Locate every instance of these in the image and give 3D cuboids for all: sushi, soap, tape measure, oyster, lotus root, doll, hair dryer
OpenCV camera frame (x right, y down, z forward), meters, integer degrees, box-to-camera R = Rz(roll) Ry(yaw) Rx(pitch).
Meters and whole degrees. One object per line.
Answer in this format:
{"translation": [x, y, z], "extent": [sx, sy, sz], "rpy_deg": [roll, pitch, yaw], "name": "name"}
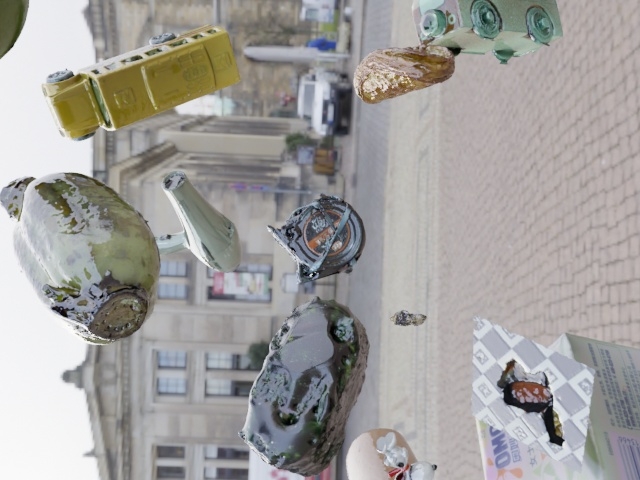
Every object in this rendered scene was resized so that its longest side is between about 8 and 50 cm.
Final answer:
{"translation": [0.200, 0.138, 0.700], "extent": [0.126, 0.026, 0.120], "rpy_deg": [23, 126, 42], "name": "sushi"}
{"translation": [0.274, 0.230, 0.796], "extent": [0.182, 0.138, 0.199], "rpy_deg": [127, 150, -45], "name": "soap"}
{"translation": [0.002, 0.000, 0.804], "extent": [0.091, 0.094, 0.054], "rpy_deg": [61, 175, 5], "name": "tape measure"}
{"translation": [-0.018, 0.189, 0.976], "extent": [0.225, 0.124, 0.127], "rpy_deg": [-66, -23, -19], "name": "sushi"}
{"translation": [0.199, 0.182, 1.697], "extent": [0.054, 0.083, 0.019], "rpy_deg": [104, 173, -48], "name": "oyster"}
{"translation": [-0.310, 0.006, 0.952], "extent": [0.309, 0.173, 0.173], "rpy_deg": [43, 144, 35], "name": "lotus root"}
{"translation": [0.097, 0.271, 0.884], "extent": [0.058, 0.085, 0.040], "rpy_deg": [-51, 15, 19], "name": "doll"}
{"translation": [-0.243, -0.031, 1.215], "extent": [0.219, 0.224, 0.088], "rpy_deg": [94, -179, -51], "name": "hair dryer"}

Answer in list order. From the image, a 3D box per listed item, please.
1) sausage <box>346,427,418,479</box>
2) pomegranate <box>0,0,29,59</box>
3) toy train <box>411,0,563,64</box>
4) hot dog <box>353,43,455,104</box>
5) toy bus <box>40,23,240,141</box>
{"translation": [0.112, 0.396, 1.175], "extent": [0.253, 0.123, 0.123], "rpy_deg": [-125, 36, -71], "name": "sausage"}
{"translation": [-0.503, -0.389, 0.991], "extent": [0.359, 0.216, 0.310], "rpy_deg": [-82, -24, -49], "name": "pomegranate"}
{"translation": [0.307, -0.419, 1.377], "extent": [0.129, 0.326, 0.159], "rpy_deg": [-20, 80, 54], "name": "toy train"}
{"translation": [0.109, -0.224, 0.984], "extent": [0.147, 0.099, 0.065], "rpy_deg": [-9, 95, 54], "name": "hot dog"}
{"translation": [-0.313, -0.281, 1.328], "extent": [0.123, 0.335, 0.121], "rpy_deg": [30, 140, 51], "name": "toy bus"}
